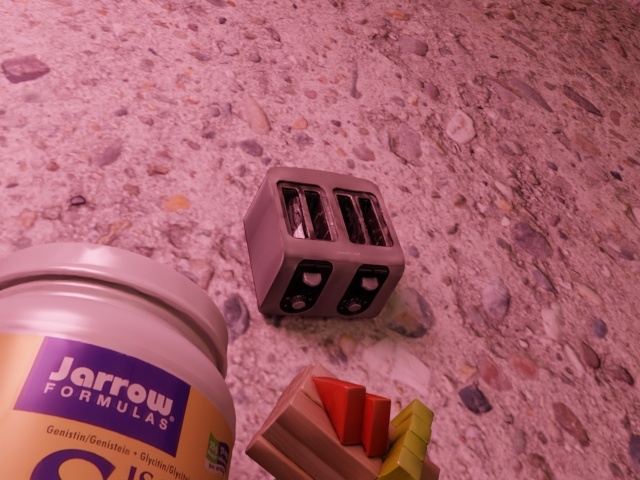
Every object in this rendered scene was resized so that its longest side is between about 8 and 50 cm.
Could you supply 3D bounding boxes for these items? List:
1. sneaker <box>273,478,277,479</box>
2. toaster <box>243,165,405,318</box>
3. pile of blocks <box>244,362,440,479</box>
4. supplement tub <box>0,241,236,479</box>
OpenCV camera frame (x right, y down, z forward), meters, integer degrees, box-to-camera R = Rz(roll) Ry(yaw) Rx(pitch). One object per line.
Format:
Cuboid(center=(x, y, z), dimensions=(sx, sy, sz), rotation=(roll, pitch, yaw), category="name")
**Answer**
Cuboid(center=(-0.033, 0.248, 0.527), dimensions=(0.124, 0.109, 0.295), rotation=(32, 42, -4), category="sneaker")
Cuboid(center=(0.000, 0.000, 0.782), dimensions=(0.168, 0.110, 0.185), rotation=(7, 47, -25), category="toaster")
Cuboid(center=(0.099, 0.220, 0.445), dimensions=(0.149, 0.112, 0.362), rotation=(-4, 50, -54), category="pile of blocks")
Cuboid(center=(-0.185, 0.188, 0.403), dimensions=(0.241, 0.241, 0.331), rotation=(17, 44, -14), category="supplement tub")
